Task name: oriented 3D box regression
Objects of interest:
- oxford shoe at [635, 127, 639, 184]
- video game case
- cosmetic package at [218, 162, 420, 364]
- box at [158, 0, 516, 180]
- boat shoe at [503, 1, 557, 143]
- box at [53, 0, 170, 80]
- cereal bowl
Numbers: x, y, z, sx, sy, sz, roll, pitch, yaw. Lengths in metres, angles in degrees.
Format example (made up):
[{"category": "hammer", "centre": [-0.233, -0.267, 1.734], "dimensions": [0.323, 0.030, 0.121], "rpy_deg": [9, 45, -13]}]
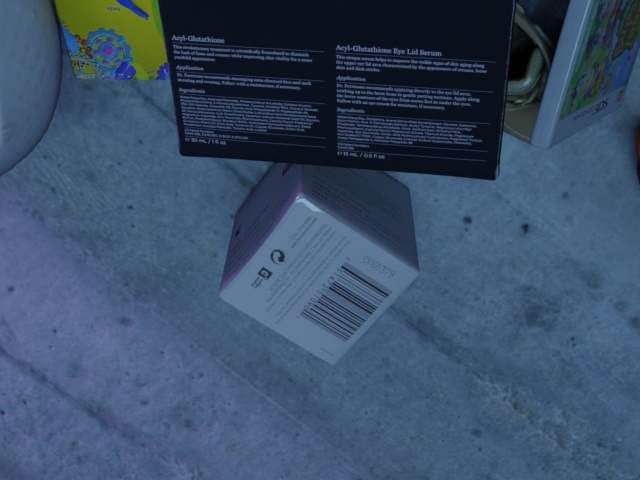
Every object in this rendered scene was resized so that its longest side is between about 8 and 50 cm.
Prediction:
[{"category": "oxford shoe", "centre": [0.477, -0.100, 1.045], "dimensions": [0.272, 0.096, 0.098], "rpy_deg": [-7, 138, 11]}, {"category": "video game case", "centre": [0.277, -0.207, 0.934], "dimensions": [0.023, 0.193, 0.212], "rpy_deg": [26, 123, 27]}, {"category": "cosmetic package", "centre": [0.000, 0.000, 1.050], "dimensions": [0.151, 0.183, 0.151], "rpy_deg": [33, 115, -17]}, {"category": "box", "centre": [0.017, -0.157, 0.757], "dimensions": [0.261, 0.103, 0.184], "rpy_deg": [5, 132, 9]}, {"category": "boat shoe", "centre": [0.178, -0.169, 0.946], "dimensions": [0.109, 0.098, 0.302], "rpy_deg": [-30, 141, 15]}, {"category": "box", "centre": [-0.083, -0.299, 0.847], "dimensions": [0.290, 0.177, 0.279], "rpy_deg": [3, 127, 11]}, {"category": "cereal bowl", "centre": [-0.364, -0.221, 0.925], "dimensions": [0.339, 0.141, 0.338], "rpy_deg": [22, 129, 30]}]
